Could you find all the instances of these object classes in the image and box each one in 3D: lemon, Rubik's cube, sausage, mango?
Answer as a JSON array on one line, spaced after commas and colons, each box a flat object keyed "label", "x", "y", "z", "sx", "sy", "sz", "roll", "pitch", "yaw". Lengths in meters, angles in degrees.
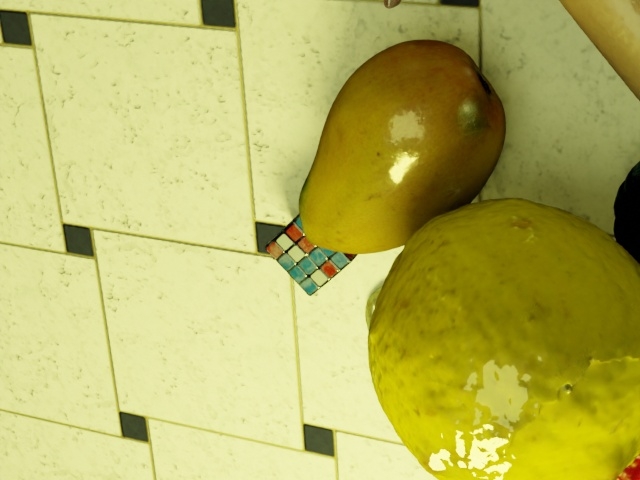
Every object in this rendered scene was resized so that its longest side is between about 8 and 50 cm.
[{"label": "lemon", "x": 0.218, "y": 0.121, "z": 1.495, "sx": 0.387, "sy": 0.350, "sz": 0.350, "roll": 58, "pitch": 136, "yaw": 37}, {"label": "Rubik's cube", "x": 0.000, "y": 0.000, "z": 1.743, "sx": 0.092, "sy": 0.092, "sz": 0.092, "roll": 46, "pitch": 125, "yaw": -2}, {"label": "sausage", "x": 0.318, "y": -0.281, "z": 1.416, "sx": 0.253, "sy": 0.123, "sz": 0.123, "roll": 49, "pitch": 126, "yaw": -4}, {"label": "mango", "x": 0.094, "y": -0.100, "z": 1.585, "sx": 0.211, "sy": 0.173, "sz": 0.317, "roll": 18, "pitch": 131, "yaw": -23}]

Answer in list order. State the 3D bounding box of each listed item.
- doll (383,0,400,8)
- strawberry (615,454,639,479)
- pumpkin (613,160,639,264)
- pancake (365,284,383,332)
[{"label": "doll", "x": 0.104, "y": -0.370, "z": 1.492, "sx": 0.262, "sy": 0.093, "sz": 0.211, "roll": 36, "pitch": 120, "yaw": 9}, {"label": "strawberry", "x": 0.404, "y": 0.280, "z": 1.668, "sx": 0.233, "sy": 0.138, "sz": 0.306, "roll": -25, "pitch": 101, "yaw": 33}, {"label": "pumpkin", "x": 0.427, "y": -0.019, "z": 1.495, "sx": 0.194, "sy": 0.150, "sz": 0.194, "roll": 29, "pitch": 125, "yaw": 52}, {"label": "pancake", "x": 0.118, "y": 0.120, "z": 1.793, "sx": 0.129, "sy": 0.022, "sz": 0.116, "roll": 31, "pitch": 125, "yaw": 14}]
